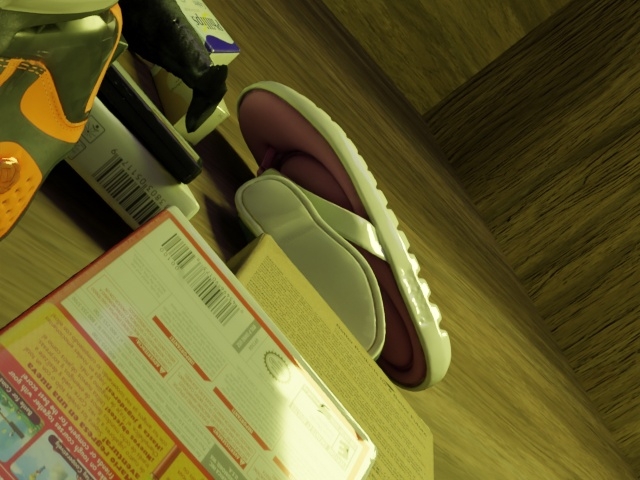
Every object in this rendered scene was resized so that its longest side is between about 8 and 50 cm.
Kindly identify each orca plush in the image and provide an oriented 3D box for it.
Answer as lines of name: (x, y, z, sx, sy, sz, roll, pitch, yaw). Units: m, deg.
orca plush: (-0.215, -0.229, 0.874, 0.287, 0.102, 0.151, 58, -25, 14)

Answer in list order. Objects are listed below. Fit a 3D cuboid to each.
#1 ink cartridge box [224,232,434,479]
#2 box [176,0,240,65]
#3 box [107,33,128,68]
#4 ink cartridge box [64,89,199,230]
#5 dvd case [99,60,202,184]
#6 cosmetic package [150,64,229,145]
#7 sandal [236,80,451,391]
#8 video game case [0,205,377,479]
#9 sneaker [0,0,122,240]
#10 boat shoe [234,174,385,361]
ink cartridge box: (-0.016, 0.129, 0.613, 0.234, 0.088, 0.193, 50, 14, -7)
box: (-0.183, -0.272, 1.030, 0.137, 0.072, 0.126, 52, 16, -4)
box: (-0.256, -0.173, 0.427, 0.261, 0.103, 0.184, 12, 45, -57)
ink cartridge box: (-0.195, -0.098, 0.699, 0.189, 0.066, 0.232, 48, -6, -20)
dvd case: (-0.169, -0.129, 0.717, 0.180, 0.022, 0.253, 49, -2, -11)
cosmetic package: (-0.151, -0.170, 0.926, 0.041, 0.060, 0.115, 34, 23, -47)
sandal: (0.006, -0.007, 0.926, 0.102, 0.169, 0.416, -26, 77, -33)
video game case: (-0.086, 0.120, 0.388, 0.204, 0.025, 0.285, 51, 34, -7)
sneaker: (-0.218, -0.044, 0.304, 0.321, 0.180, 0.124, -12, 44, -46)
boat shoe: (-0.014, 0.039, 0.804, 0.254, 0.095, 0.079, 50, -21, 37)
